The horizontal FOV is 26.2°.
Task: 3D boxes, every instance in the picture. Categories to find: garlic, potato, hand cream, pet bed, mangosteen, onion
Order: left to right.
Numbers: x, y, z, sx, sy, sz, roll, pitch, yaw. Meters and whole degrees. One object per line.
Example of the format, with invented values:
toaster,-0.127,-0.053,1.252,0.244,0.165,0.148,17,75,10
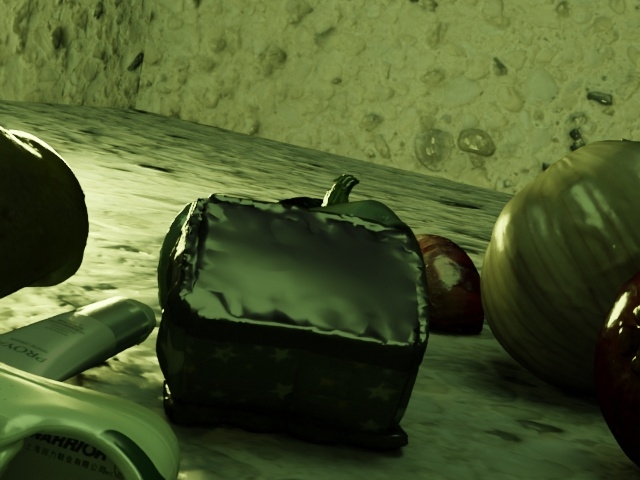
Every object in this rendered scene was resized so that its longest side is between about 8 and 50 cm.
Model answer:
potato,-0.344,-0.032,1.254,0.218,0.202,0.351,32,12,37
hand cream,-0.211,0.088,1.126,0.079,0.048,0.255,14,10,15
pet bed,-0.026,0.077,1.118,0.211,0.159,0.183,8,38,-7
onion,0.141,0.045,1.678,0.151,0.098,0.206,4,10,-28
garlic,0.316,0.035,1.434,0.318,0.259,0.317,-15,-19,-5
mangosteen,0.350,0.115,1.142,0.258,0.215,0.215,27,-3,-37

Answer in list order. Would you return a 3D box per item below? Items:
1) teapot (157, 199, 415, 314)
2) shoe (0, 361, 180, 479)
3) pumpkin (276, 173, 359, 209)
teapot,-0.039,0.045,1.314,0.225,0.171,0.203,7,30,27
shoe,-0.210,0.116,0.797,0.265,0.095,0.110,11,9,-9
pumpkin,0.009,0.017,1.581,0.194,0.150,0.194,-17,25,8
